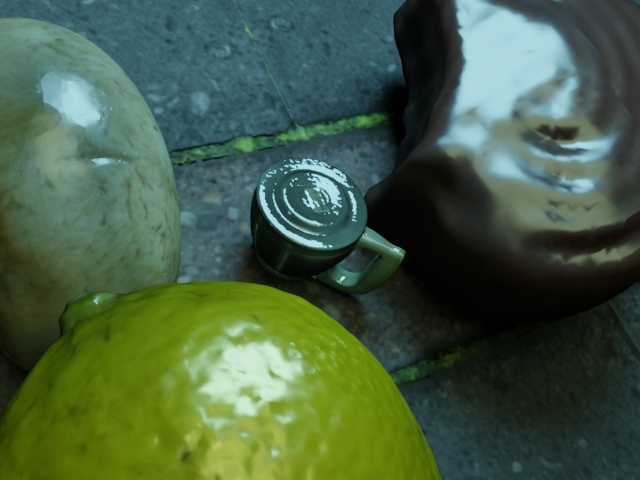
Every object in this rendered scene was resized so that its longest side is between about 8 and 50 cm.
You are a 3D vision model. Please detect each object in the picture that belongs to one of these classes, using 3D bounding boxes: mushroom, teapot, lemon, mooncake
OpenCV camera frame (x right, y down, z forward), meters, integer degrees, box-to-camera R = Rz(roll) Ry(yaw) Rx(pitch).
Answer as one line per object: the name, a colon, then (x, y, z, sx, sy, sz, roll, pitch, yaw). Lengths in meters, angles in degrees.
mushroom: (-0.198, -0.039, 0.492, 0.195, 0.189, 0.254, -18, 66, -33)
teapot: (-0.007, 0.003, 0.613, 0.092, 0.091, 0.124, -30, 71, -33)
lemon: (-0.048, 0.167, 0.405, 0.245, 0.245, 0.320, -30, 91, -34)
mooncake: (0.185, -0.105, 0.685, 0.334, 0.174, 0.326, 44, 68, 7)
